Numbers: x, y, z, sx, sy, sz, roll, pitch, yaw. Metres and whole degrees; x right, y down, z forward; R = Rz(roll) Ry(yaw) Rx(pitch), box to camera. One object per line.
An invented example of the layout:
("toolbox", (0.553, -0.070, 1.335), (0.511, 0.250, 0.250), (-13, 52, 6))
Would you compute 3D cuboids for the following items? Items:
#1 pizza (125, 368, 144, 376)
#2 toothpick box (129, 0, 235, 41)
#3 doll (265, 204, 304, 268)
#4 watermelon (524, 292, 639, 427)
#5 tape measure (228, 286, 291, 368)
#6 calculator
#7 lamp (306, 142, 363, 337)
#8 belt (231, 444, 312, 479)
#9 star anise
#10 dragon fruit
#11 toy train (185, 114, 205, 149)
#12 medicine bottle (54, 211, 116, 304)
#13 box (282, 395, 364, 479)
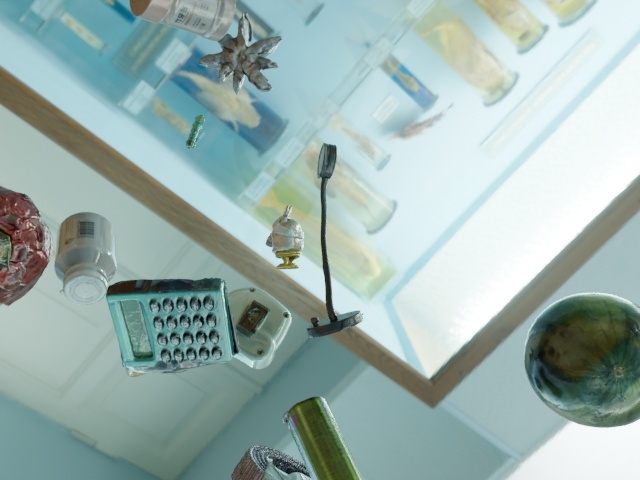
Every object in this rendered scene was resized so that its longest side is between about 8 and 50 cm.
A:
("pizza", (-0.433, 0.315, 1.817), (0.201, 0.193, 0.053), (-35, -118, 32))
("toothpick box", (-0.231, -0.403, 1.117), (0.098, 0.149, 0.098), (-8, -101, 48))
("doll", (-0.074, -0.006, 1.326), (0.084, 0.073, 0.127), (-6, -99, 32))
("watermelon", (0.479, 0.207, 1.156), (0.242, 0.242, 0.242), (-43, -158, 23))
("tape measure", (-0.232, 0.265, 2.078), (0.246, 0.243, 0.125), (-60, 171, -25))
("calculator", (-0.325, 0.193, 1.470), (0.058, 0.274, 0.248), (-93, -179, -54))
("lamp", (0.037, 0.005, 1.286), (0.130, 0.109, 0.371), (161, -67, -80))
("belt", (-0.077, 0.663, 1.761), (0.122, 0.325, 0.260), (-57, -167, 0))
("star anise", (-0.202, -0.486, 1.766), (0.229, 0.236, 0.093), (-31, 177, 9))
("dragon fruit", (-0.641, 0.018, 1.229), (0.299, 0.244, 0.244), (-22, -149, 20))
("toy train", (-0.313, -0.271, 1.663), (0.045, 0.029, 0.092), (-155, -94, -77))
("medicine bottle", (-0.540, 0.043, 1.529), (0.135, 0.135, 0.215), (-45, -142, 19))
("box", (0.036, 0.468, 1.250), (0.097, 0.134, 0.345), (-21, -129, -12))
